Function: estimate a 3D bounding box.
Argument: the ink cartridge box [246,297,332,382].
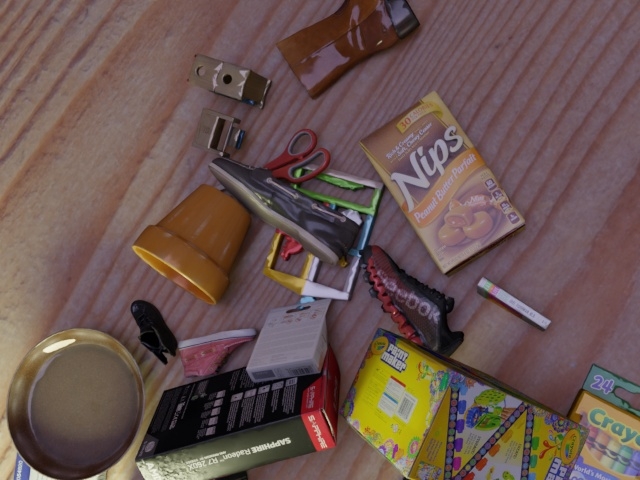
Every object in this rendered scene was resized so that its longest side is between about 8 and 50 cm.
[{"bbox_3d":[-0.053,0.193,1.553,0.145,0.179,0.045,-13,119,23],"label":"ink cartridge box"}]

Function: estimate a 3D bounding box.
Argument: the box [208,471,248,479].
[{"bbox_3d":[-0.273,0.623,1.538,0.296,0.182,0.294,-16,77,12],"label":"box"}]

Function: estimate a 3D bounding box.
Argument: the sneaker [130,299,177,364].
[{"bbox_3d":[-0.352,0.187,1.668,0.051,0.089,0.170,-43,75,5],"label":"sneaker"}]

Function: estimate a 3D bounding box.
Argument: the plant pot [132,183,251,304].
[{"bbox_3d":[-0.243,-0.003,1.624,0.205,0.205,0.188,30,75,16],"label":"plant pot"}]

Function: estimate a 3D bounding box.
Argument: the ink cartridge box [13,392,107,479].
[{"bbox_3d":[-0.559,0.438,1.707,0.223,0.045,0.224,2,83,14],"label":"ink cartridge box"}]

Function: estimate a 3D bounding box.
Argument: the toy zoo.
[{"bbox_3d":[0.000,0.000,1.636,0.192,0.030,0.293,17,87,16],"label":"toy zoo"}]

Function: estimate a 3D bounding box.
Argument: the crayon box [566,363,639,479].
[{"bbox_3d":[0.512,0.408,1.424,0.203,0.083,0.323,26,89,16],"label":"crayon box"}]

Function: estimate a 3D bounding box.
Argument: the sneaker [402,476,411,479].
[{"bbox_3d":[0.273,0.544,1.440,0.134,0.146,0.343,-33,56,-19],"label":"sneaker"}]

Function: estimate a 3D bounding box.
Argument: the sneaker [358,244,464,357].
[{"bbox_3d":[0.180,0.114,1.541,0.135,0.097,0.276,-33,78,8],"label":"sneaker"}]

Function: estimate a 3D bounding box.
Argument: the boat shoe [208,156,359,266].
[{"bbox_3d":[-0.072,-0.078,1.602,0.335,0.112,0.095,36,74,11],"label":"boat shoe"}]

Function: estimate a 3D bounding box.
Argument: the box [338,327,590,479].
[{"bbox_3d":[0.230,0.305,1.349,0.279,0.290,0.177,25,89,-21],"label":"box"}]

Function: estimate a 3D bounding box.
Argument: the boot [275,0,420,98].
[{"bbox_3d":[0.032,-0.475,1.684,0.280,0.096,0.264,-30,84,16],"label":"boot"}]

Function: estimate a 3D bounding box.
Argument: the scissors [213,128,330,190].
[{"bbox_3d":[-0.116,-0.130,1.667,0.297,0.021,0.109,-28,69,15],"label":"scissors"}]

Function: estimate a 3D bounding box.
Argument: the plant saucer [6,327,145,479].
[{"bbox_3d":[-0.500,0.338,1.660,0.310,0.050,0.311,-3,76,12],"label":"plant saucer"}]

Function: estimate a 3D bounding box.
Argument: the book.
[{"bbox_3d":[0.361,0.120,1.495,0.144,0.096,0.035,34,91,16],"label":"book"}]

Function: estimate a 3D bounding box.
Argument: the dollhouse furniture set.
[{"bbox_3d":[-0.208,-0.277,1.681,0.128,0.129,0.184,20,96,16],"label":"dollhouse furniture set"}]

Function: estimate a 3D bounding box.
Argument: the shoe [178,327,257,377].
[{"bbox_3d":[-0.206,0.232,1.642,0.177,0.063,0.081,-14,80,17],"label":"shoe"}]

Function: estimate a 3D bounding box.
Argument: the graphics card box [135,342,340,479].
[{"bbox_3d":[-0.146,0.334,1.520,0.370,0.233,0.094,-17,112,10],"label":"graphics card box"}]

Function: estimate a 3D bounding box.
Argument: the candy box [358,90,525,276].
[{"bbox_3d":[0.236,-0.109,1.563,0.182,0.087,0.317,-33,76,8],"label":"candy box"}]
